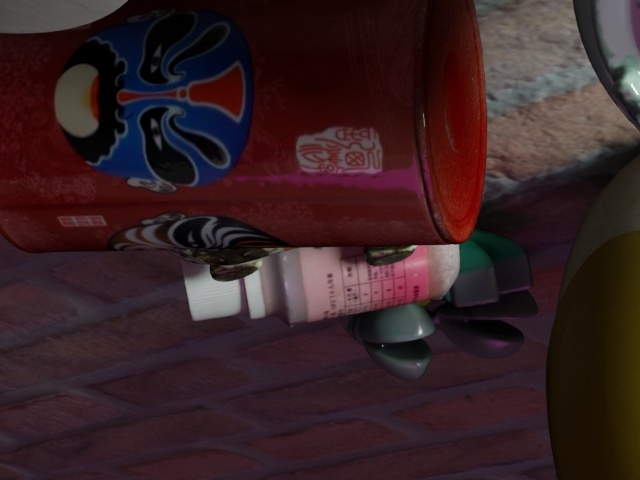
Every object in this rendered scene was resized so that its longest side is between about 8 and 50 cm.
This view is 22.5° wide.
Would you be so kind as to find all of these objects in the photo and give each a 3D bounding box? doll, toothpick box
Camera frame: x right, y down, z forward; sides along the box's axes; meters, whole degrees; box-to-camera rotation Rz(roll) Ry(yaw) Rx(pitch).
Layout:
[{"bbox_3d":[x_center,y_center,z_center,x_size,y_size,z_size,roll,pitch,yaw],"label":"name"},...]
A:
[{"bbox_3d":[0.115,0.062,1.651,0.195,0.153,0.258,-16,-172,-16],"label":"doll"},{"bbox_3d":[0.393,0.142,1.392,0.408,0.425,0.409,5,155,2],"label":"toothpick box"},{"bbox_3d":[-0.061,-0.093,1.169,0.333,0.204,0.204,-2,155,17],"label":"toothpick box"}]

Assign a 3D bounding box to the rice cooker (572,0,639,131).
[{"bbox_3d":[0.280,-0.180,0.877,0.316,0.317,0.264,24,139,-35],"label":"rice cooker"}]

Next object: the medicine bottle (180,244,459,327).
[{"bbox_3d":[-0.005,0.003,1.465,0.247,0.147,0.147,-10,157,-6],"label":"medicine bottle"}]

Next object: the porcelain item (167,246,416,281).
[{"bbox_3d":[-0.018,-0.073,1.351,0.288,0.186,0.138,-8,160,2],"label":"porcelain item"}]

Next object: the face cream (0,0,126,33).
[{"bbox_3d":[-0.196,-0.255,0.951,0.218,0.179,0.218,5,156,2],"label":"face cream"}]
